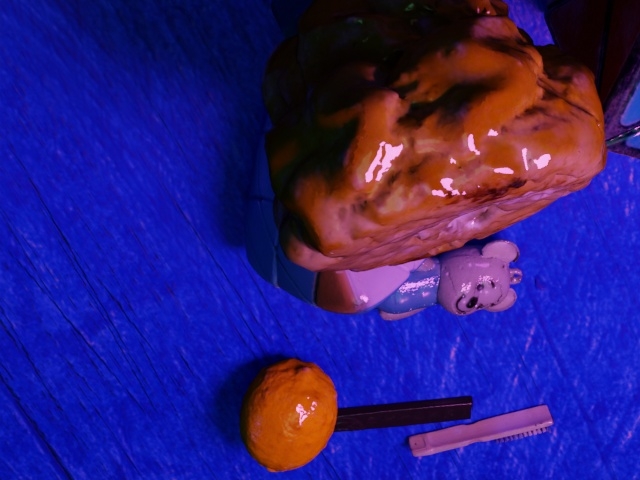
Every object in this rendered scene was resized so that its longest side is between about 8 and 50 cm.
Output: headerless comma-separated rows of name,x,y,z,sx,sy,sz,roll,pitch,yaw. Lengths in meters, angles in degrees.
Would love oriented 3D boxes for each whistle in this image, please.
whistle,0.107,0.049,1.846,0.235,0.077,0.114,-4,136,-1

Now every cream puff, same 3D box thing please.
cream puff,0.079,-0.122,1.434,0.291,0.257,0.324,-31,164,38

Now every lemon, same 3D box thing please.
lemon,-0.038,0.205,1.931,0.114,0.114,0.155,11,128,-15

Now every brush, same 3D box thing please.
brush,0.197,0.237,2.036,0.178,0.033,0.030,-14,143,5

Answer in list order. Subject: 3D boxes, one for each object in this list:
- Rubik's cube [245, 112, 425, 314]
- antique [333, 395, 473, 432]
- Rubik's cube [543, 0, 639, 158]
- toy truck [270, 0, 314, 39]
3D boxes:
Rubik's cube,0.000,0.000,1.702,0.254,0.254,0.254,-3,129,-4
antique,0.089,0.212,2.013,0.192,0.015,0.031,-5,129,-2
Rubik's cube,0.386,-0.223,1.541,0.260,0.255,0.259,10,128,-14
toy truck,0.071,-0.178,1.639,0.253,0.114,0.124,21,113,-22
